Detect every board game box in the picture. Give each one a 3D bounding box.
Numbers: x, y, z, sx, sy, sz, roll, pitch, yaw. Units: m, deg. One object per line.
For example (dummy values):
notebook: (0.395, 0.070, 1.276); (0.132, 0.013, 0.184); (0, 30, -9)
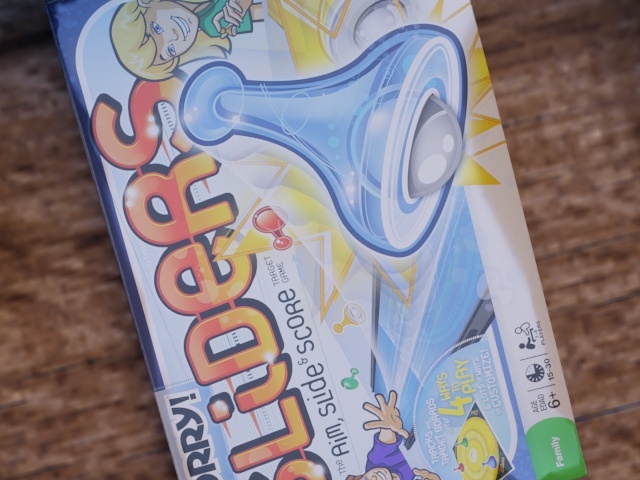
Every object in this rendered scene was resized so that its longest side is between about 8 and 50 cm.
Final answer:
board game box: (0.000, 0.000, 0.506); (0.136, 0.035, 0.201); (-16, 97, -2)
